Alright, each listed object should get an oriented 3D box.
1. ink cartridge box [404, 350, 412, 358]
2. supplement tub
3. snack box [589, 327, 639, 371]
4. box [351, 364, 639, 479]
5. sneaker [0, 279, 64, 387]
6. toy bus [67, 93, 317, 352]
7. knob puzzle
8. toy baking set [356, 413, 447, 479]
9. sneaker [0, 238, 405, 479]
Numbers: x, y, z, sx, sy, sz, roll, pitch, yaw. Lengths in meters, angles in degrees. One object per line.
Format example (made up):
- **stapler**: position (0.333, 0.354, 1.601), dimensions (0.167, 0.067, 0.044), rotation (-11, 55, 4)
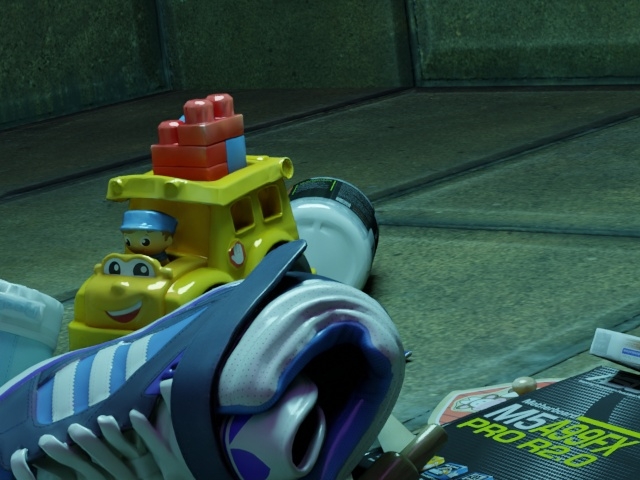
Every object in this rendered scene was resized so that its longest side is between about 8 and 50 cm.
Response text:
- **ink cartridge box**: position (-0.069, 0.093, 1.758), dimensions (0.223, 0.045, 0.224), rotation (-14, 13, -30)
- **supplement tub**: position (0.000, 0.000, 2.000), dimensions (0.117, 0.117, 0.190), rotation (-6, 11, 7)
- **snack box**: position (0.273, 0.098, 1.366), dimensions (0.178, 0.022, 0.064), rotation (20, -5, -31)
- **box**: position (0.176, 0.156, 1.224), dimensions (0.216, 0.060, 0.270), rotation (-18, 15, -26)
- **sneaker**: position (-0.285, 0.129, 1.524), dimensions (0.135, 0.150, 0.366), rotation (16, -16, -7)
- **toy bus**: position (-0.113, -0.011, 1.659), dimensions (0.149, 0.211, 0.220), rotation (5, 18, 32)
- **knob puzzle**: position (0.166, 0.125, 1.494), dimensions (0.213, 0.030, 0.213), rotation (-7, 12, 2)
- **toy baking set**: position (-0.016, 0.154, 1.250), dimensions (0.256, 0.030, 0.197), rotation (-40, 23, -30)
- **sneaker**: position (-0.096, 0.126, 1.202), dimensions (0.323, 0.130, 0.236), rotation (-32, 13, -16)
